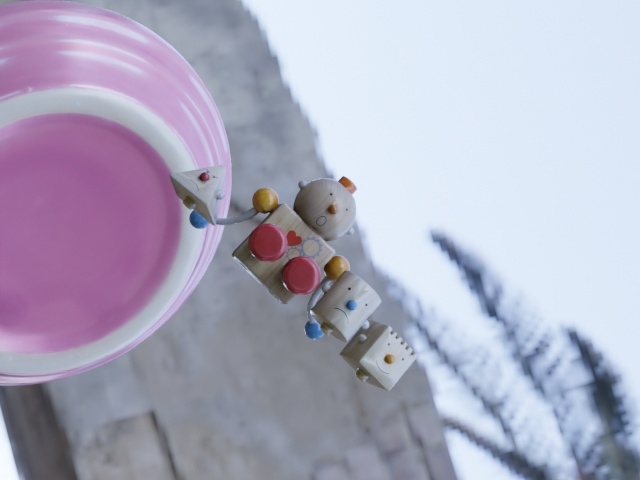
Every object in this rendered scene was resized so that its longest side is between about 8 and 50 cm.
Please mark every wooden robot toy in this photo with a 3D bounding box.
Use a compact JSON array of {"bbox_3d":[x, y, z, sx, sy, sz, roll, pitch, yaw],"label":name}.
[{"bbox_3d":[0.000,0.000,1.078,0.173,0.079,0.076,44,-12,-6],"label":"wooden robot toy"}]

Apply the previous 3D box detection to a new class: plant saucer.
[{"bbox_3d":[-0.220,-0.021,1.523,0.084,0.332,0.332,-130,-147,-54],"label":"plant saucer"}]
